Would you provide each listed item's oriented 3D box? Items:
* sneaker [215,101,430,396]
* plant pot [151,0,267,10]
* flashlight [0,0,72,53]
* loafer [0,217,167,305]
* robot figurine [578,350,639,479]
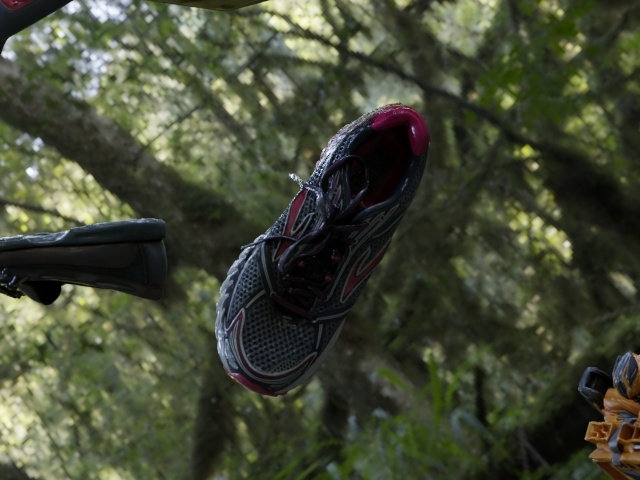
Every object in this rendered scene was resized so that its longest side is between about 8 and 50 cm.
[{"bbox_3d":[0.000,0.000,1.079,0.299,0.121,0.112,-62,5,-11],"label":"sneaker"},{"bbox_3d":[-0.078,-0.293,0.945,0.212,0.187,0.212,-6,1,36],"label":"plant pot"},{"bbox_3d":[-0.305,-0.283,1.246,0.304,0.103,0.103,-44,-5,-44],"label":"flashlight"},{"bbox_3d":[-0.275,0.032,1.209,0.267,0.084,0.096,-8,0,27],"label":"loafer"},{"bbox_3d":[0.302,0.164,0.765,0.085,0.291,0.211,-63,13,-17],"label":"robot figurine"}]
